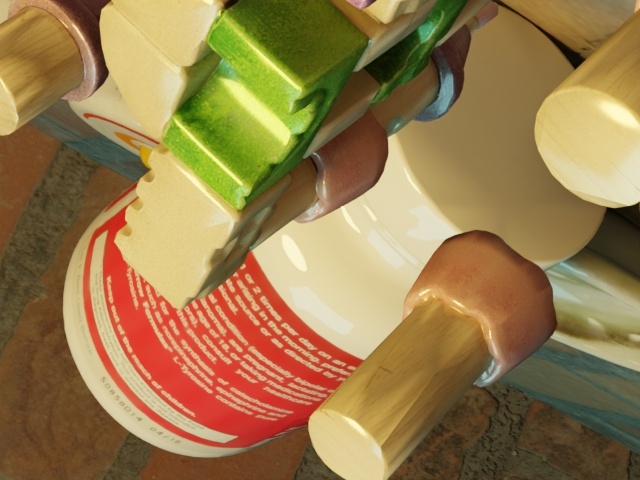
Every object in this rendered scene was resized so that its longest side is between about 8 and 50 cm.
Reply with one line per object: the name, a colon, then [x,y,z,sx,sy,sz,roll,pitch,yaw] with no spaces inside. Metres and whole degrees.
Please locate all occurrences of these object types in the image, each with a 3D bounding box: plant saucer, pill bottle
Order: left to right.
pill bottle: [0.000,0.000,1.009,0.229,0.229,0.407,29,147,-21]
plant saucer: [0.185,-0.001,1.262,0.400,0.101,0.400,26,172,4]

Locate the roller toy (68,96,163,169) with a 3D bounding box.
roller toy: [-0.113,-0.126,1.242,0.209,0.146,0.191,20,170,44]

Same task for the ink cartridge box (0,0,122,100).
ink cartridge box: [-0.233,-0.162,1.112,0.150,0.063,0.109,8,-164,-41]

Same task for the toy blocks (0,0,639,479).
toy blocks: [0.034,-0.122,0.599,0.309,0.260,0.288,42,144,7]
